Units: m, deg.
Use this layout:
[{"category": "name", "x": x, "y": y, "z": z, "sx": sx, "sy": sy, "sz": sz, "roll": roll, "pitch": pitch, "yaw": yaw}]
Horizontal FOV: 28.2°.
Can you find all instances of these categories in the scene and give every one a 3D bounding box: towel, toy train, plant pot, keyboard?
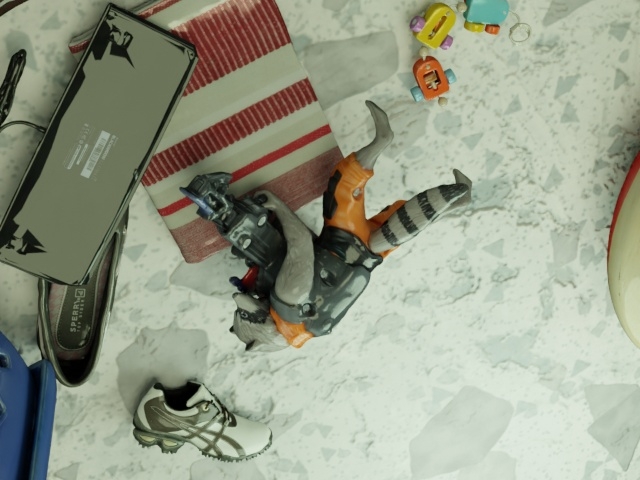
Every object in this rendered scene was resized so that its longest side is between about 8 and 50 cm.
[{"category": "towel", "x": -0.123, "y": -0.149, "z": 1.517, "sx": 0.237, "sy": 0.037, "sz": 0.329, "roll": -28, "pitch": 123, "yaw": -3}, {"category": "toy train", "x": 0.169, "y": -0.248, "z": 1.566, "sx": 0.166, "sy": 0.046, "sz": 0.125, "roll": -31, "pitch": 125, "yaw": 2}, {"category": "plant pot", "x": -0.439, "y": 0.228, "z": 1.458, "sx": 0.236, "sy": 0.236, "sz": 0.212, "roll": -28, "pitch": 135, "yaw": 30}, {"category": "keyboard", "x": -0.287, "y": -0.115, "z": 1.416, "sx": 0.202, "sy": 0.033, "sz": 0.317, "roll": 25, "pitch": 96, "yaw": -22}]

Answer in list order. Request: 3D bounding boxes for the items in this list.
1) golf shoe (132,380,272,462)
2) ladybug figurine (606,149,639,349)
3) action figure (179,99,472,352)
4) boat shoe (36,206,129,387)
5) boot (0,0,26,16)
[{"category": "golf shoe", "x": -0.148, "y": 0.238, "z": 1.696, "sx": 0.198, "sy": 0.077, "sz": 0.093, "roll": 9, "pitch": 114, "yaw": -25}, {"category": "ladybug figurine", "x": 0.527, "y": -0.042, "z": 1.739, "sx": 0.305, "sy": 0.162, "sz": 0.449, "roll": 9, "pitch": 113, "yaw": -25}, {"category": "action figure", "x": 0.000, "y": 0.000, "z": 1.512, "sx": 0.330, "sy": 0.178, "sz": 0.341, "roll": -49, "pitch": 144, "yaw": 9}, {"category": "boat shoe", "x": -0.282, "y": 0.021, "z": 1.515, "sx": 0.112, "sy": 0.095, "sz": 0.335, "roll": 0, "pitch": 118, "yaw": -20}, {"category": "boot", "x": -0.355, "y": -0.249, "z": 1.342, "sx": 0.207, "sy": 0.090, "sz": 0.248, "roll": -13, "pitch": 117, "yaw": -11}]
